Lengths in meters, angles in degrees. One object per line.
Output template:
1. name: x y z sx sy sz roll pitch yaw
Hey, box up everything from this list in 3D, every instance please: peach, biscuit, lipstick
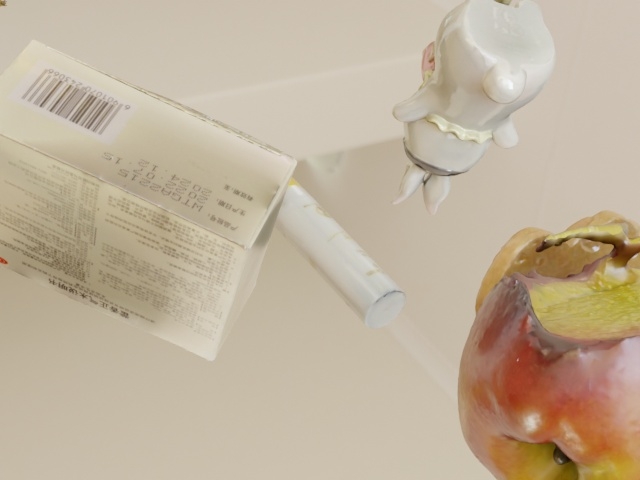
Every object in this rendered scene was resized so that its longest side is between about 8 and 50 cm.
1. peach: 0.330 0.168 1.090 0.335 0.406 0.310 17 -68 40
2. biscuit: 0.362 0.091 1.400 0.269 0.376 0.051 -60 -146 9
3. lipstick: 0.000 0.000 1.187 0.264 0.059 0.059 47 -37 36

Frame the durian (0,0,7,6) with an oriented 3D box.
1. durian: -0.349 -0.230 0.887 0.137 0.168 0.158 39 -26 -9

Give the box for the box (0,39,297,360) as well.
1. box: -0.144 -0.023 0.749 0.212 0.095 0.168 25 -40 1

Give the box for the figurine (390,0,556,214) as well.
1. figurine: 0.094 -0.089 0.651 0.081 0.098 0.146 29 -35 -1
